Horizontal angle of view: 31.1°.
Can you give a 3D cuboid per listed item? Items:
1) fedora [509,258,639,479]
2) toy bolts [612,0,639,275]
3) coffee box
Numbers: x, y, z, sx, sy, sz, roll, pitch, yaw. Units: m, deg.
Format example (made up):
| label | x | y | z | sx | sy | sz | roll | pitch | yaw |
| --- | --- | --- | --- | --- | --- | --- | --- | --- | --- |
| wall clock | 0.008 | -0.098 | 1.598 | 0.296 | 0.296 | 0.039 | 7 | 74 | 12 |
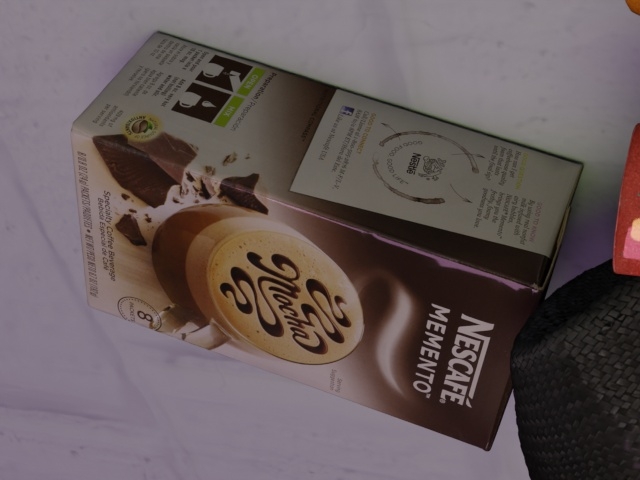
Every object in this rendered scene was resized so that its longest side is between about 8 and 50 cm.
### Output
| label | x | y | z | sx | sy | sz | roll | pitch | yaw |
| --- | --- | --- | --- | --- | --- | --- | --- | --- | --- |
| fedora | 0.210 | 0.073 | 0.617 | 0.334 | 0.334 | 0.152 | -26 | 85 | 43 |
| toy bolts | 0.210 | -0.074 | 0.448 | 0.158 | 0.218 | 0.228 | 9 | 97 | 24 |
| coffee box | 0.000 | 0.000 | 0.751 | 0.297 | 0.119 | 0.168 | 18 | 137 | 12 |
